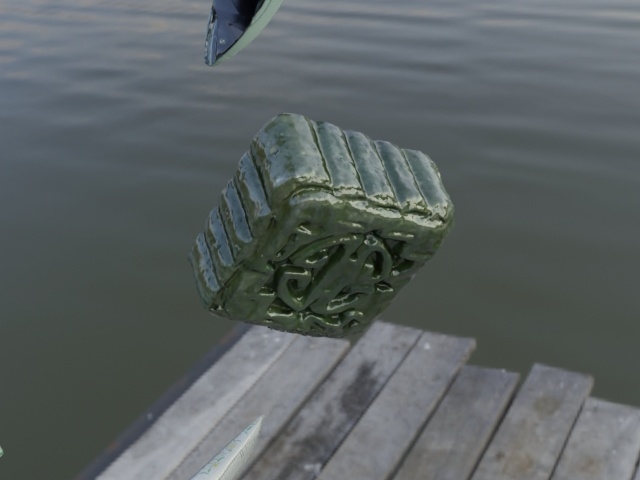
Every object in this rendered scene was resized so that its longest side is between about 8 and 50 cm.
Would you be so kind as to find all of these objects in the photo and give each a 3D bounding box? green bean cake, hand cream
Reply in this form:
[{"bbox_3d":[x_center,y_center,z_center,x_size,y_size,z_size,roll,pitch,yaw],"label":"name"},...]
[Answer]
[{"bbox_3d":[0.000,0.000,0.748,0.183,0.185,0.094,12,41,-33],"label":"green bean cake"},{"bbox_3d":[-0.129,0.301,1.160,0.042,0.067,0.194,20,26,18],"label":"hand cream"}]

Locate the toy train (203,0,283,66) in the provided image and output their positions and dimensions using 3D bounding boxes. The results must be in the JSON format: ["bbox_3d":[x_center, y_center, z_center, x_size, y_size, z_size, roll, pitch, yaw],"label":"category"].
[{"bbox_3d":[-0.030,-0.257,0.738,0.055,0.252,0.048,33,8,22],"label":"toy train"}]

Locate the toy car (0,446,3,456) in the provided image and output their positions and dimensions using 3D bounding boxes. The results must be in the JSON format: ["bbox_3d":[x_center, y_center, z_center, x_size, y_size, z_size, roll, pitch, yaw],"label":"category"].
[{"bbox_3d":[-0.443,0.275,0.919,0.090,0.076,0.224,-26,11,39],"label":"toy car"}]
